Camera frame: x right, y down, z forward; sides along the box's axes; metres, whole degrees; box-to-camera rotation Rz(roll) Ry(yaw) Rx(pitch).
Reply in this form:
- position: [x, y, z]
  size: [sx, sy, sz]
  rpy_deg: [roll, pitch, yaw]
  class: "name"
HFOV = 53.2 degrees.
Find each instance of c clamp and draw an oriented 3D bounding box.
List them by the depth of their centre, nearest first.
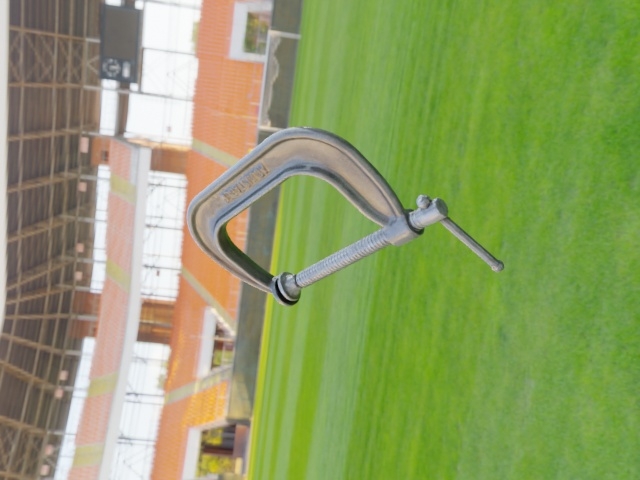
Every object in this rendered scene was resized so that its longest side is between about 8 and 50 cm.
- position: [0.000, 0.000, 0.373]
  size: [0.161, 0.137, 0.022]
  rpy_deg: [-23, 32, 38]
  class: "c clamp"
